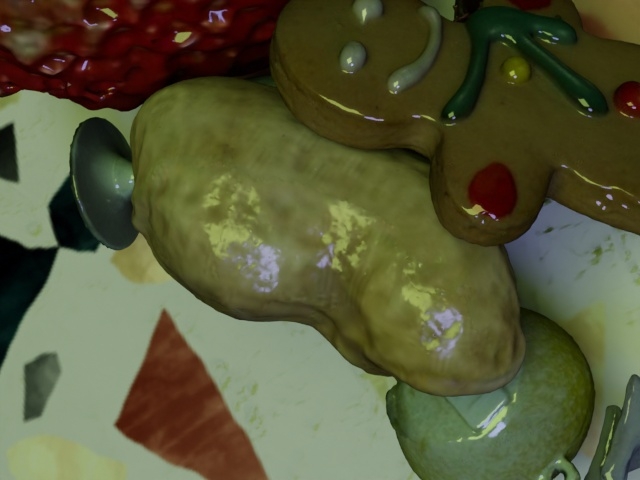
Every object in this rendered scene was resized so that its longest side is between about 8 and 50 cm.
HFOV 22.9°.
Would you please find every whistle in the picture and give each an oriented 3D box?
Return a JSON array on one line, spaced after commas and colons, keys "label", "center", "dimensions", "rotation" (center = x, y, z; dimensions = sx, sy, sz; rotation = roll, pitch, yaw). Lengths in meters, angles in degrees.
[{"label": "whistle", "center": [0.081, 0.072, 0.932], "dimensions": [0.123, 0.123, 0.223], "rotation": [-51, 52, 13]}]

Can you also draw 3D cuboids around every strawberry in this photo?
[{"label": "strawberry", "center": [-0.082, -0.223, 0.901], "dimensions": [0.343, 0.292, 0.292], "rotation": [-11, 84, 24]}]

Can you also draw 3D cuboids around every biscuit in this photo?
[{"label": "biscuit", "center": [0.119, -0.073, 0.839], "dimensions": [0.301, 0.197, 0.049], "rotation": [16, 135, 2]}]

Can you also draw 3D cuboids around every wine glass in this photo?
[{"label": "wine glass", "center": [-0.048, -0.054, 0.979], "dimensions": [0.202, 0.093, 0.093], "rotation": [-12, 84, 21]}]

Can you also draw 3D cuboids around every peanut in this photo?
[{"label": "peanut", "center": [0.000, 0.000, 0.858], "dimensions": [0.253, 0.137, 0.122], "rotation": [23, 140, 11]}]

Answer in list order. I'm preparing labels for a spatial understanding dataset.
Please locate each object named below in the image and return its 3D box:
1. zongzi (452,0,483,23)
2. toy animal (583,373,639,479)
[{"label": "zongzi", "center": [0.102, -0.106, 0.945], "dimensions": [0.083, 0.067, 0.073], "rotation": [41, 96, 0]}, {"label": "toy animal", "center": [0.244, 0.116, 0.859], "dimensions": [0.205, 0.081, 0.367], "rotation": [-3, 89, 0]}]
